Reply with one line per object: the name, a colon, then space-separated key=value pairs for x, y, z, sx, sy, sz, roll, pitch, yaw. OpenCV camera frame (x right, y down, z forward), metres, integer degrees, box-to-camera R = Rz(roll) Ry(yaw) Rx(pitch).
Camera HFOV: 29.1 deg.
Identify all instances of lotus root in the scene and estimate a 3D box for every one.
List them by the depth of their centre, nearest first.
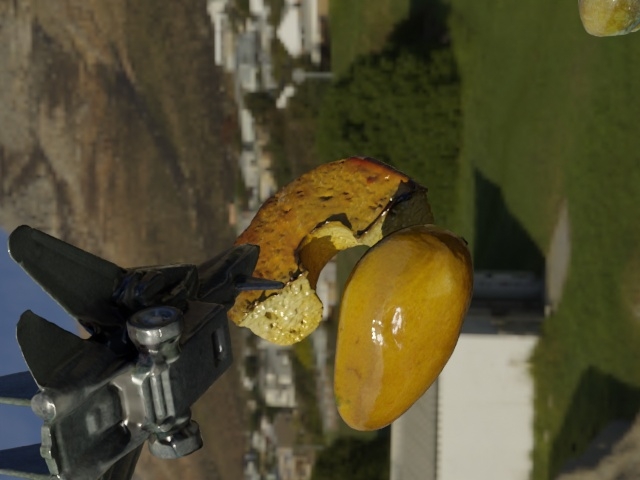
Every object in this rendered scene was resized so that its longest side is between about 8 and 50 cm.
lotus root: x=0.352 y=-0.315 z=1.367 sx=0.113 sy=0.088 sz=0.192 roll=-17 pitch=-46 yaw=-54

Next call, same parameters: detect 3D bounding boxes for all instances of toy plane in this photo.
toy plane: x=-0.082 y=0.056 z=0.709 sx=0.267 sy=0.088 sz=0.212 roll=-37 pitch=-53 yaw=-54

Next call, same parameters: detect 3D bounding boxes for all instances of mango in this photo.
mango: x=0.075 y=0.089 z=1.259 sx=0.147 sy=0.109 sz=0.227 roll=19 pitch=-82 yaw=-45

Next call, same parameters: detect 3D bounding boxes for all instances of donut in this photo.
donut: x=0.002 y=-0.006 z=1.412 sx=0.101 sy=0.259 sz=0.152 roll=47 pitch=-171 yaw=-42
